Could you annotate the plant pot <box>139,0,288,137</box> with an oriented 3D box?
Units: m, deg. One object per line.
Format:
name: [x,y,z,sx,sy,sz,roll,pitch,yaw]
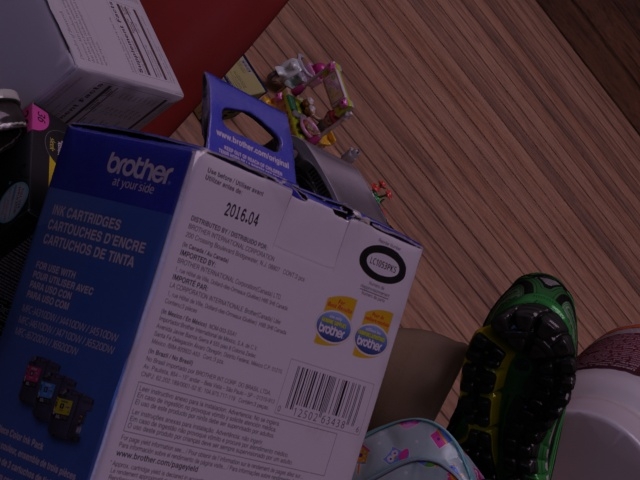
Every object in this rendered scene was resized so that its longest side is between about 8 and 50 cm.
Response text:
plant pot: [-0.169,-0.259,1.494,0.275,0.243,0.275,40,29,-28]

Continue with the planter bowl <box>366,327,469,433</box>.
planter bowl: [0.070,0.154,1.532,0.109,0.162,0.162,28,26,5]

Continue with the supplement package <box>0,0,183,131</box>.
supplement package: [-0.278,-0.185,1.263,0.145,0.204,0.262,8,52,-59]

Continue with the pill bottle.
pill bottle: [0.366,0.247,1.822,0.224,0.224,0.392,58,26,6]

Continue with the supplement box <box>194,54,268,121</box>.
supplement box: [-0.118,-0.185,1.704,0.083,0.056,0.083,57,26,4]

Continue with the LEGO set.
LEGO set: [0.031,-0.112,1.813,0.132,0.107,0.287,-4,63,-61]

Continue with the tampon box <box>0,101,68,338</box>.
tampon box: [-0.240,-0.002,1.160,0.101,0.161,0.120,34,32,-37]

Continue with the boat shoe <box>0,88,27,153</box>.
boat shoe: [-0.307,-0.035,1.068,0.228,0.081,0.068,-29,75,-20]

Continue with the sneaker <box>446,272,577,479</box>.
sneaker: [0.193,0.188,1.498,0.134,0.343,0.146,22,33,10]

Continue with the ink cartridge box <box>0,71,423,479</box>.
ink cartridge box: [-0.086,0.084,1.082,0.270,0.151,0.395,23,84,-49]

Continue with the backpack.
backpack: [0.085,0.261,1.383,0.188,0.166,0.144,60,3,22]

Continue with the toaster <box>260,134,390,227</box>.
toaster: [0.000,0.000,1.605,0.146,0.129,0.227,11,48,-58]
